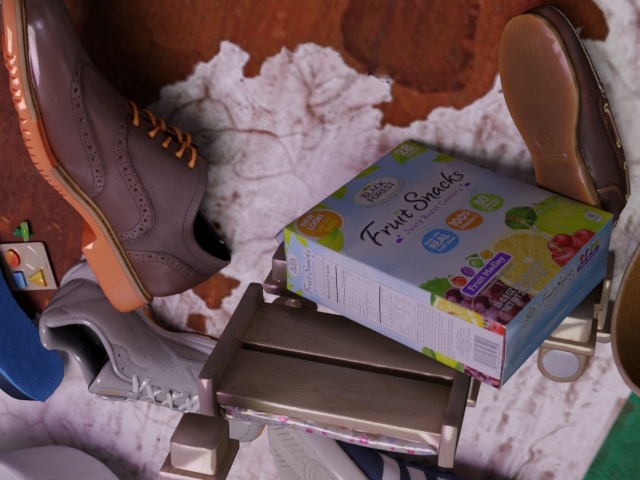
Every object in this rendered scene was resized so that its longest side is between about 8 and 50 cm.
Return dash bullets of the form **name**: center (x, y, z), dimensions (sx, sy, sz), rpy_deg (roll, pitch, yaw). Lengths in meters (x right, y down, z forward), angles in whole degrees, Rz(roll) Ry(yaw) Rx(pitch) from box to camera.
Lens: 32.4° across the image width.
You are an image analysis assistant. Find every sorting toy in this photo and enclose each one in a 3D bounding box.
- **sorting toy**: center (-0.316, 0.017, 1.168), dimensions (0.062, 0.012, 0.083), rpy_deg (-1, 118, 19)

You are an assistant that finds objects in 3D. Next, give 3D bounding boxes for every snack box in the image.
- **snack box**: center (0.102, 0.010, 0.892), dimensions (0.207, 0.174, 0.070), rpy_deg (22, 132, 31)

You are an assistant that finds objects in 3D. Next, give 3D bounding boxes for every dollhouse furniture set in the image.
- **dollhouse furniture set**: center (0.077, 0.147, 0.907), dimensions (0.303, 0.355, 0.174), rpy_deg (9, 123, 12)

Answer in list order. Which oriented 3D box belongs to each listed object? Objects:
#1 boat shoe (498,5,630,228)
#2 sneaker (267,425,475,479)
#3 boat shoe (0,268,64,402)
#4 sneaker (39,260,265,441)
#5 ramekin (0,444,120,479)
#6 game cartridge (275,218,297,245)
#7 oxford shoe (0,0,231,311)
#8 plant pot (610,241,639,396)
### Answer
- **boat shoe**: center (0.204, -0.099, 0.903), dimensions (0.073, 0.073, 0.207), rpy_deg (13, 131, 47)
- **sneaker**: center (0.101, 0.271, 1.121), dimensions (0.350, 0.148, 0.131), rpy_deg (41, 143, 21)
- **boat shoe**: center (-0.380, 0.075, 1.167), dimensions (0.089, 0.109, 0.258), rpy_deg (-5, 117, 44)
- **sneaker**: center (-0.177, 0.139, 1.126), dimensions (0.262, 0.121, 0.099), rpy_deg (35, 123, -3)
- **ramekin**: center (-0.310, 0.356, 1.241), dimensions (0.272, 0.127, 0.273), rpy_deg (8, 103, 35)
- **game cartridge**: center (0.000, 0.000, 1.054), dimensions (0.083, 0.017, 0.056), rpy_deg (-19, 107, 26)
- **oxford shoe**: center (-0.176, -0.089, 0.980), dimensions (0.132, 0.130, 0.364), rpy_deg (-15, 138, 2)
- **plant pot**: center (0.404, 0.083, 0.861), dimensions (0.254, 0.237, 0.237), rpy_deg (33, 124, -18)
